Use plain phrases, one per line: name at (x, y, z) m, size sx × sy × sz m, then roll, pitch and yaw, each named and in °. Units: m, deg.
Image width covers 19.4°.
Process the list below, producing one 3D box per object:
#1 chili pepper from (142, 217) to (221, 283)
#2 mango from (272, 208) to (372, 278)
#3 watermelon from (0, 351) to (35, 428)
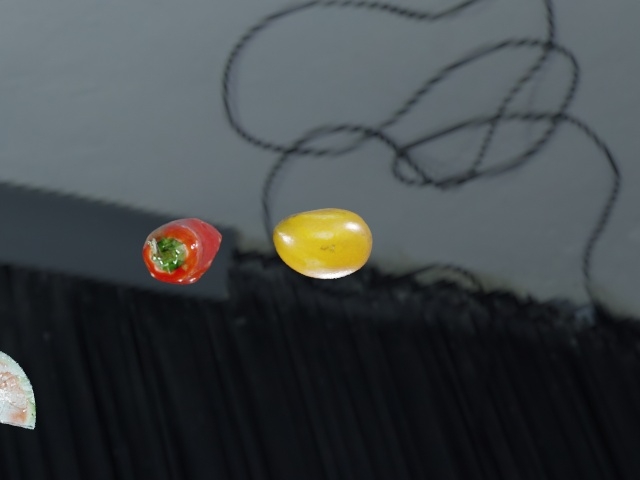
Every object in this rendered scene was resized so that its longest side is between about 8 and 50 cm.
chili pepper at (-0.115, 0.011, 1.567) m, size 0.059 × 0.050 × 0.191 m, roll -50°, pitch 173°, yaw 8°
mango at (0.000, 0.000, 1.457) m, size 0.089 × 0.046 × 0.060 m, roll 16°, pitch 115°, yaw -37°
watermelon at (-0.294, 0.138, 1.654) m, size 0.061 × 0.085 × 0.085 m, roll -37°, pitch 160°, yaw -46°
